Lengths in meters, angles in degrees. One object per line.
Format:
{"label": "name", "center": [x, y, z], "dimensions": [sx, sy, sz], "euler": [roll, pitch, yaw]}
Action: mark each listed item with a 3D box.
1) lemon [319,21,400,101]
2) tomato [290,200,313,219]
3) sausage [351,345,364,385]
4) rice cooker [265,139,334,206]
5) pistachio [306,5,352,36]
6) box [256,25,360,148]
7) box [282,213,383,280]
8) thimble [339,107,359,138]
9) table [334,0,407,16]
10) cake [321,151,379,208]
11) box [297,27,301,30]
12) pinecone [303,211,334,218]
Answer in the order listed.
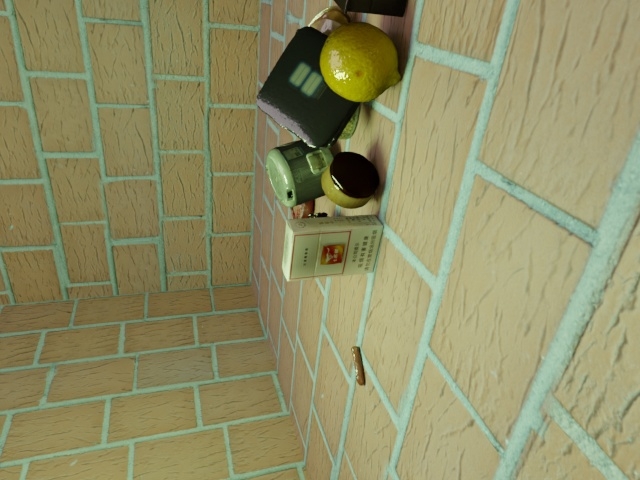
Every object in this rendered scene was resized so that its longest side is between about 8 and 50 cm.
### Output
{"label": "lemon", "center": [0.124, -0.549, 1.424], "dimensions": [0.254, 0.228, 0.228], "euler": [38, 139, 22]}
{"label": "tomato", "center": [-0.089, -0.200, 2.391], "dimensions": [0.225, 0.085, 0.224], "euler": [179, 90, -70]}
{"label": "sausage", "center": [0.152, 0.504, 1.850], "dimensions": [0.036, 0.042, 0.157], "euler": [-19, 74, 32]}
{"label": "rice cooker", "center": [-0.076, -0.306, 2.018], "dimensions": [0.288, 0.277, 0.288], "euler": [58, 161, 33]}
{"label": "pistachio", "center": [0.016, -0.766, 1.790], "dimensions": [0.299, 0.188, 0.187], "euler": [139, 126, -58]}
{"label": "box", "center": [-0.020, -0.540, 1.633], "dimensions": [0.350, 0.091, 0.359], "euler": [37, 101, 18]}
{"label": "box", "center": [0.038, 0.024, 1.623], "dimensions": [0.095, 0.331, 0.210], "euler": [-117, 29, -51]}
{"label": "thimble", "center": [0.040, -0.531, 1.814], "dimensions": [0.271, 0.150, 0.270], "euler": [176, 90, -72]}
{"label": "table", "center": [0.153, -0.768, 1.345], "dimensions": [0.172, 0.193, 0.169], "euler": [-111, 25, -43]}
{"label": "cake", "center": [0.087, -0.196, 1.629], "dimensions": [0.178, 0.208, 0.185], "euler": [-41, 57, 52]}
{"label": "box", "center": [-0.025, -0.788, 1.993], "dimensions": [0.079, 0.135, 0.269], "euler": [127, 137, -64]}
{"label": "pinecone", "center": [0.001, 0.003, 1.957], "dimensions": [0.292, 0.247, 0.246], "euler": [-83, 5, -48]}
